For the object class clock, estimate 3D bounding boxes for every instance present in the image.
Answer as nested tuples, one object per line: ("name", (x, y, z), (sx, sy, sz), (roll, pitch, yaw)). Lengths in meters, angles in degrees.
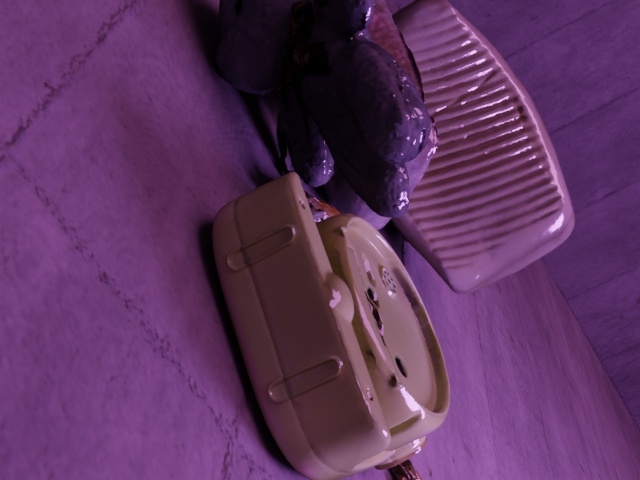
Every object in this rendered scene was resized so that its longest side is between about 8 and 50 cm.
("clock", (0.031, 0.082, 0.843), (0.308, 0.096, 0.235), (26, 40, -64))

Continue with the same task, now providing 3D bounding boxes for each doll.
("doll", (-0.016, -0.172, 0.963), (0.246, 0.158, 0.340), (105, -31, -50))

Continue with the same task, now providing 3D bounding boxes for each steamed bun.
("steamed bun", (0.181, -0.129, 1.350), (0.383, 0.247, 0.236), (58, 6, 4))

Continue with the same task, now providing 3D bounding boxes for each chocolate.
("chocolate", (0.029, -0.162, 1.122), (0.100, 0.185, 0.303), (3, 52, -30))

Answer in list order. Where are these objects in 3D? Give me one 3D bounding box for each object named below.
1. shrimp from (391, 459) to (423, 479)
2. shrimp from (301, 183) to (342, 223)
("shrimp", (0.085, 0.241, 0.895), (0.108, 0.023, 0.059), (61, 26, -3))
("shrimp", (0.000, 0.000, 0.993), (0.180, 0.041, 0.099), (46, 38, -46))
